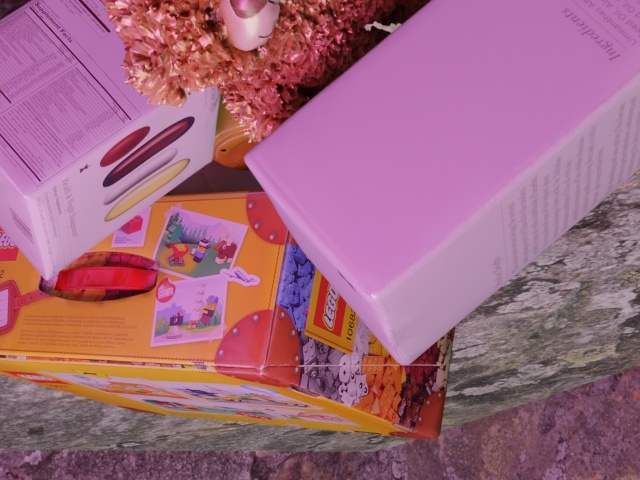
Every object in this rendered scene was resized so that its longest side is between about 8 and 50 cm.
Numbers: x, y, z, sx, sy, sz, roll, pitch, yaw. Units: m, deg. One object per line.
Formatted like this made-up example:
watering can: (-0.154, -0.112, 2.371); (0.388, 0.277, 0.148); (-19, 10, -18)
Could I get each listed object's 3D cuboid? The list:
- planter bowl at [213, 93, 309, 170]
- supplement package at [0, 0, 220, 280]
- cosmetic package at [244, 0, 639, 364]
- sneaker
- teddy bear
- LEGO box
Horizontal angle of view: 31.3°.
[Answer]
planter bowl: (-0.067, -0.133, 1.209); (0.217, 0.090, 0.217); (-7, 160, -3)
supplement package: (-0.213, -0.106, 1.014); (0.203, 0.149, 0.194); (-39, 168, -20)
cosmetic package: (0.179, -0.119, 0.940); (0.453, 0.161, 0.230); (-40, 159, -4)
sneaker: (-0.068, -0.087, 1.358); (0.297, 0.111, 0.129); (8, 133, -37)
teddy bear: (-0.012, -0.181, 0.915); (0.245, 0.113, 0.338); (-58, 146, 5)
LEGO box: (-0.143, 0.096, 1.373); (0.500, 0.193, 0.372); (-1, 161, 34)
